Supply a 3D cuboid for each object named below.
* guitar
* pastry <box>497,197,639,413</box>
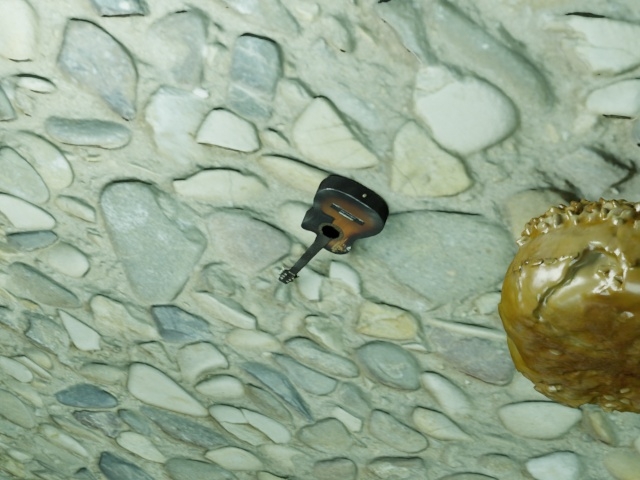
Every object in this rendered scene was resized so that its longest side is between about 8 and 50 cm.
[{"bbox_3d":[0.000,0.000,1.247,0.088,0.025,0.233,30,144,-10],"label":"guitar"},{"bbox_3d":[0.312,0.058,1.045,0.255,0.162,0.311,2,147,13],"label":"pastry"}]
